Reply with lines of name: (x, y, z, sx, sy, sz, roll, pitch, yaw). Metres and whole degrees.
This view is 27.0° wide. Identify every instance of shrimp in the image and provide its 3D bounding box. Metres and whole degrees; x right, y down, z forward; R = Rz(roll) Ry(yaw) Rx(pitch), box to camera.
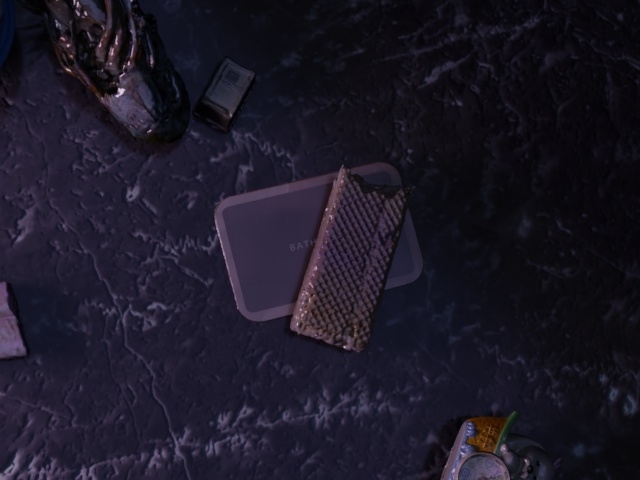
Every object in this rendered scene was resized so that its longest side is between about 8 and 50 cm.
shrimp: (-0.271, -0.279, 1.675, 0.372, 0.172, 0.137, 50, 45, -29)

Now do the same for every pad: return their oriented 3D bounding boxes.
pad: (0.000, 0.000, 1.803, 0.266, 0.002, 0.176, -14, 86, -11)

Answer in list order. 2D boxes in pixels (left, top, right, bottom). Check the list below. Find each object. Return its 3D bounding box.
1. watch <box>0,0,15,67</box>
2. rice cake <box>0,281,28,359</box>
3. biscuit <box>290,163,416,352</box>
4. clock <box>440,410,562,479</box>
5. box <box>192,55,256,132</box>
watch: (-0.491, -0.293, 1.658, 0.305, 0.241, 0.274, -2, 80, -43)
rice cake: (-0.524, 0.115, 1.676, 0.298, 0.050, 0.106, -7, 84, -10)
biscuit: (0.043, 0.024, 1.776, 0.108, 0.062, 0.238, 19, 82, -9)
clock: (0.229, 0.336, 1.756, 0.144, 0.103, 0.231, 22, 79, 2)
box: (-0.125, -0.197, 1.773, 0.060, 0.063, 0.084, 30, 80, -7)
